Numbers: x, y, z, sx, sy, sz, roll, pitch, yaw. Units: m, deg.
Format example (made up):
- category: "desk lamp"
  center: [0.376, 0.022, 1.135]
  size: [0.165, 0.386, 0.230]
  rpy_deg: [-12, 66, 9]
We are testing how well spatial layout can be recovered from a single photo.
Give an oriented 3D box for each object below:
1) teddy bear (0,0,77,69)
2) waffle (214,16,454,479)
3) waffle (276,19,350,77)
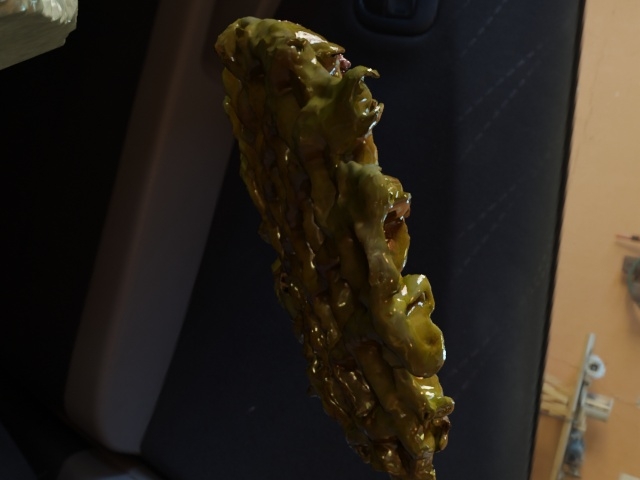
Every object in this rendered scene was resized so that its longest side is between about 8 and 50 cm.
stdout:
- category: "teddy bear"
  center: [-0.371, -0.316, 0.568]
  size: [0.375, 0.327, 0.362]
  rpy_deg: [-100, 167, -75]
- category: "waffle"
  center: [0.000, 0.000, 0.470]
  size: [0.068, 0.325, 0.302]
  rpy_deg: [-18, 115, -10]
- category: "waffle"
  center: [-0.011, -0.163, 0.581]
  size: [0.075, 0.083, 0.029]
  rpy_deg: [25, 99, -21]
